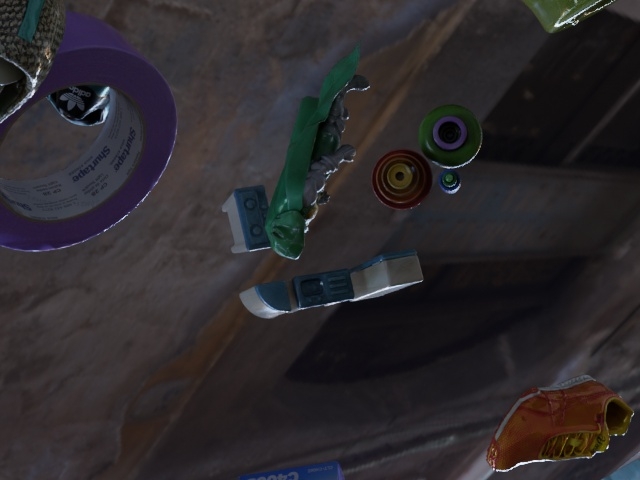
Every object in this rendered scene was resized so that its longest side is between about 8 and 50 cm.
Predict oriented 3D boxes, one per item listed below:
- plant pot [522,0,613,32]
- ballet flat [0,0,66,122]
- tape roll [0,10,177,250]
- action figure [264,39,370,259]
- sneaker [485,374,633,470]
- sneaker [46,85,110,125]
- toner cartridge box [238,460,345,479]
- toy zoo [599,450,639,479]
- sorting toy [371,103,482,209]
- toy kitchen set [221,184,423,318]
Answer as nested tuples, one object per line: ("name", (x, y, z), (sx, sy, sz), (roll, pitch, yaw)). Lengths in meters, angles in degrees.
("plant pot", (0.332, -0.492, 1.407), (0.353, 0.366, 0.366), (61, -150, 1))
("ballet flat", (-0.434, -0.095, 1.015), (0.164, 0.483, 0.182), (34, -142, -37))
("tape roll", (-0.307, -0.122, 1.190), (0.275, 0.275, 0.090), (3, -147, -47))
("action figure", (-0.007, -0.071, 0.975), (0.063, 0.137, 0.232), (26, -131, -7))
("sneaker", (0.211, 0.161, 0.890), (0.175, 0.064, 0.067), (-15, -144, -39))
("sneaker", (-0.325, -0.222, 1.401), (0.108, 0.121, 0.302), (26, -178, -11))
("toner cartridge box", (-0.012, 0.508, 1.677), (0.165, 0.348, 0.075), (-11, -142, 7))
("toy zoo", (0.388, 0.230, 1.047), (0.293, 0.192, 0.030), (-2, -131, -32))
("sorting toy", (0.086, -0.063, 0.804), (0.061, 0.102, 0.042), (46, -176, 7))
("toy kitchen set", (0.000, 0.000, 1.328), (0.207, 0.122, 0.166), (-9, -98, -27))
